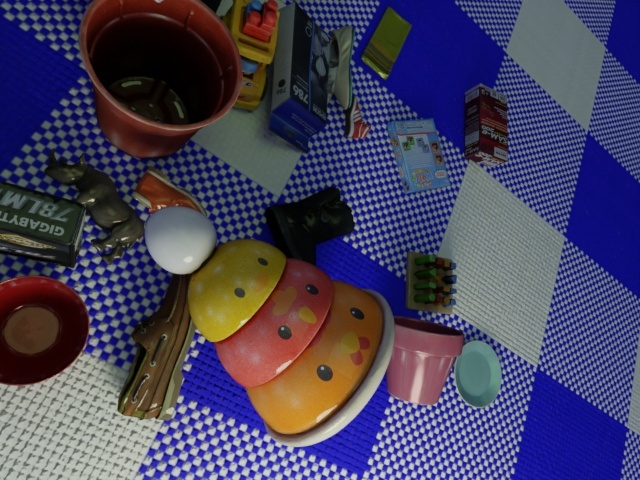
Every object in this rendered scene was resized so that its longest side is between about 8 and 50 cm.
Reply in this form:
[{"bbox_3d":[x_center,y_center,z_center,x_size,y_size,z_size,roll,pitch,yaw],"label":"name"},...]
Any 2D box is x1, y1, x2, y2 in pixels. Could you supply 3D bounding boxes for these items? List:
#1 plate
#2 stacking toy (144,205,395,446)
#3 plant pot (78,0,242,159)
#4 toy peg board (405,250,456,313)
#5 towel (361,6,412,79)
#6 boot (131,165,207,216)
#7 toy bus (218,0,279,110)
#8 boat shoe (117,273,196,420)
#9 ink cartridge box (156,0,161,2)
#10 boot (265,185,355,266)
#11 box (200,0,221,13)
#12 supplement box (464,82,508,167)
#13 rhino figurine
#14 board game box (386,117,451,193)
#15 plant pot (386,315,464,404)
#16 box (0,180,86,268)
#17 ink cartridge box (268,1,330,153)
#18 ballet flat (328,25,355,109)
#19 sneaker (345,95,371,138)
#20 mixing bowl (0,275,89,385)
[{"bbox_3d":[0.449,0.383,1.328,0.188,0.024,0.188,6,78,-27],"label":"plate"},{"bbox_3d":[-0.129,0.120,0.859,0.480,0.350,0.351,42,63,-21],"label":"stacking toy"},{"bbox_3d":[-0.327,-0.297,0.906,0.272,0.265,0.273,6,77,-28],"label":"plant pot"},{"bbox_3d":[0.326,0.117,1.284,0.160,0.079,0.161,11,75,-26],"label":"toy peg board"},{"bbox_3d":[0.204,-0.604,1.399,0.102,0.021,0.237,34,66,-20],"label":"towel"},{"bbox_3d":[-0.323,-0.080,0.987,0.158,0.059,0.085,35,68,-9],"label":"boot"},{"bbox_3d":[-0.163,-0.443,1.057,0.149,0.211,0.220,11,76,-28],"label":"toy bus"},{"bbox_3d":[-0.313,0.191,0.901,0.104,0.110,0.307,16,72,-26],"label":"boat shoe"},{"bbox_3d":[-0.324,-0.582,0.774,0.289,0.121,0.211,36,58,-7],"label":"ink cartridge box"},{"bbox_3d":[0.000,0.000,1.120,0.207,0.094,0.247,-18,83,-26],"label":"boot"},{"bbox_3d":[-0.330,-0.734,1.024,0.293,0.212,0.396,16,73,-25],"label":"box"},{"bbox_3d":[0.542,-0.374,1.506,0.130,0.073,0.240,11,76,-27],"label":"supplement box"},{"bbox_3d":[-0.448,-0.078,0.906,0.106,0.073,0.243,-39,98,-25],"label":"rhino figurine"},{"bbox_3d":[0.293,-0.252,1.364,0.160,0.039,0.212,-11,85,-30],"label":"board game box"},{"bbox_3d":[0.243,0.298,1.149,0.201,0.201,0.180,9,91,-27],"label":"plant pot"},{"bbox_3d":[-0.535,-0.035,0.722,0.295,0.293,0.073,17,71,-25],"label":"box"},{"bbox_3d":[-0.047,-0.403,1.161,0.165,0.065,0.333,20,70,-54],"label":"ink cartridge box"},{"bbox_3d":[0.049,-0.475,1.264,0.086,0.086,0.249,12,73,-26],"label":"ballet flat"},{"bbox_3d":[0.106,-0.339,1.278,0.067,0.042,0.119,8,84,-23],"label":"sneaker"},{"bbox_3d":[-0.509,0.156,0.809,0.181,0.098,0.182,6,78,-28],"label":"mixing bowl"}]
